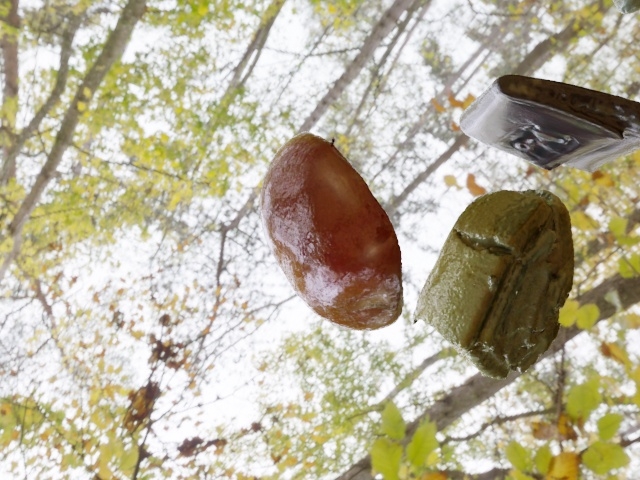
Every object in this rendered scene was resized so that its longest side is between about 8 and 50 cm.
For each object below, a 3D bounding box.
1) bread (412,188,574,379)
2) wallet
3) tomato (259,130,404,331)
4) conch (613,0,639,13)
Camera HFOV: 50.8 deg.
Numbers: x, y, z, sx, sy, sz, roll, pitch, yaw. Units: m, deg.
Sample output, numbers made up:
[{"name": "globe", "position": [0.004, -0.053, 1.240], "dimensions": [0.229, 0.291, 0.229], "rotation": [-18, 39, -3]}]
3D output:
[{"name": "bread", "position": [0.239, 0.053, 0.903], "dimensions": [0.186, 0.257, 0.124], "rotation": [1, -160, -35]}, {"name": "wallet", "position": [0.252, -0.123, 0.735], "dimensions": [0.182, 0.049, 0.229], "rotation": [18, 180, 3]}, {"name": "tomato", "position": [-0.003, 0.000, 0.594], "dimensions": [0.082, 0.166, 0.174], "rotation": [-28, -122, -14]}, {"name": "conch", "position": [0.325, -0.329, 0.662], "dimensions": [0.386, 0.203, 0.169], "rotation": [6, -158, -6]}]
